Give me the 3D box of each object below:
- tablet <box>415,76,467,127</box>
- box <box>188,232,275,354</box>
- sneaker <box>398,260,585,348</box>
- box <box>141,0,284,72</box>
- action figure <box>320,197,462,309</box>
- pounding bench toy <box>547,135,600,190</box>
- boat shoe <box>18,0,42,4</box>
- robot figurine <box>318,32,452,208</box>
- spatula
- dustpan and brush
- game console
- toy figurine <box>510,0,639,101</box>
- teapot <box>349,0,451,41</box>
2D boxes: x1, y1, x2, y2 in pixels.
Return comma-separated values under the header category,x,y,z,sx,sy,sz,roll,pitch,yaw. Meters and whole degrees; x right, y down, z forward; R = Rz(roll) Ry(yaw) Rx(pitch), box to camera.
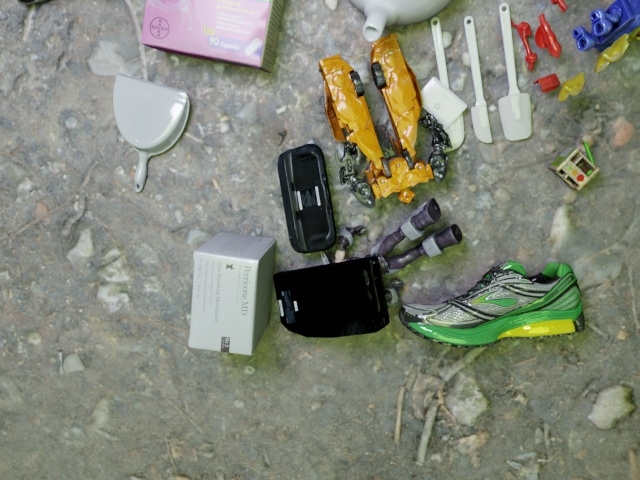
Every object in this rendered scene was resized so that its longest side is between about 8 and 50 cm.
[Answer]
category,x,y,z,sx,sy,sz,roll,pitch,yaw
tablet,0.220,-0.253,1.021,0.083,0.006,0.054,42,110,3
box,-0.160,0.093,1.045,0.119,0.182,0.181,6,102,4
sneaker,0.314,0.113,1.051,0.343,0.134,0.147,-8,94,-3
box,-0.175,-0.438,0.968,0.213,0.117,0.243,12,102,2
action figure,0.121,0.036,1.056,0.285,0.099,0.185,-32,105,25
pounding bench toy,0.472,-0.140,1.010,0.065,0.052,0.083,40,102,-4
boat shoe,-0.415,-0.489,0.985,0.304,0.109,0.091,-5,102,12
robot figurine,0.112,-0.204,1.004,0.211,0.085,0.291,-19,99,1
spatula,0.288,-0.293,1.011,0.168,0.019,0.242,-8,100,14
dustpan and brush,-0.338,-0.195,1.070,0.147,0.060,0.211,16,96,3
game console,0.000,0.000,1.032,0.213,0.044,0.362,-10,89,29
toy figurine,0.496,-0.392,0.859,0.217,0.362,0.191,-22,79,-18
teapot,0.137,-0.485,0.897,0.252,0.187,0.256,-25,98,9
